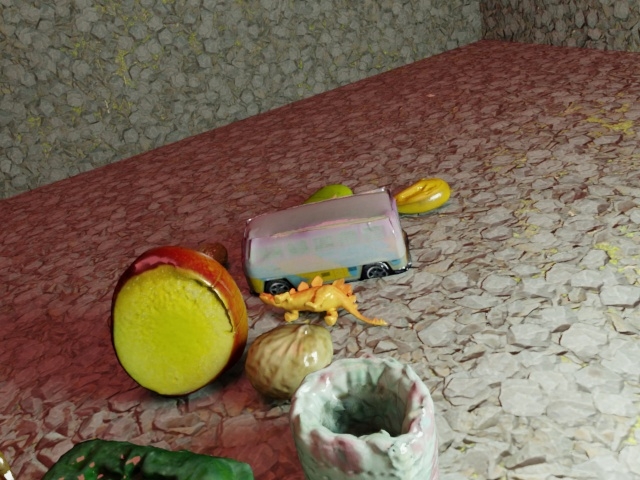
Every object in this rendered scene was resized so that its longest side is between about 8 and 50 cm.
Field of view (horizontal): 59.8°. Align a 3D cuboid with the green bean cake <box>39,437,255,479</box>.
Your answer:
[{"bbox_3d":[-0.241,0.391,0.640,0.308,0.169,0.300,-2,30,21],"label":"green bean cake"}]

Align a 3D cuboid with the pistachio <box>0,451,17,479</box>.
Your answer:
[{"bbox_3d":[-0.453,0.329,0.664,0.130,0.165,0.210,-43,40,46],"label":"pistachio"}]

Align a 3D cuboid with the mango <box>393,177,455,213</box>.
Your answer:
[{"bbox_3d":[0.255,-0.109,1.441,0.188,0.066,0.101,-16,35,10],"label":"mango"}]

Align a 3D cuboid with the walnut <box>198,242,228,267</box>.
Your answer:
[{"bbox_3d":[-0.276,0.048,1.405,0.079,0.082,0.096,-33,17,31],"label":"walnut"}]

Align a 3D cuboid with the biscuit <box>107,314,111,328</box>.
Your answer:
[{"bbox_3d":[-0.372,0.168,1.259,0.208,0.047,0.164,-25,30,-20],"label":"biscuit"}]

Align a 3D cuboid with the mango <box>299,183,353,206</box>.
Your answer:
[{"bbox_3d":[0.018,-0.089,1.509,0.163,0.089,0.117,-38,41,-16],"label":"mango"}]

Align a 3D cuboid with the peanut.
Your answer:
[{"bbox_3d":[-0.055,0.206,0.959,0.159,0.109,0.140,-17,14,24],"label":"peanut"}]

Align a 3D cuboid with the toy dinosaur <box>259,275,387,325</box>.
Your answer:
[{"bbox_3d":[0.008,0.119,1.136,0.288,0.070,0.117,3,32,23],"label":"toy dinosaur"}]

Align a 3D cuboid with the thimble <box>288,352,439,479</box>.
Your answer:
[{"bbox_3d":[0.065,0.265,0.742,0.185,0.149,0.211,-24,29,-21],"label":"thimble"}]

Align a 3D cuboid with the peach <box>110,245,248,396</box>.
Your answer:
[{"bbox_3d":[-0.272,0.130,1.034,0.249,0.274,0.245,-23,31,-28],"label":"peach"}]

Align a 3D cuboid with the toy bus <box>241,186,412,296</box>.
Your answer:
[{"bbox_3d":[0.000,0.000,1.259,0.386,0.162,0.171,-11,28,9],"label":"toy bus"}]
